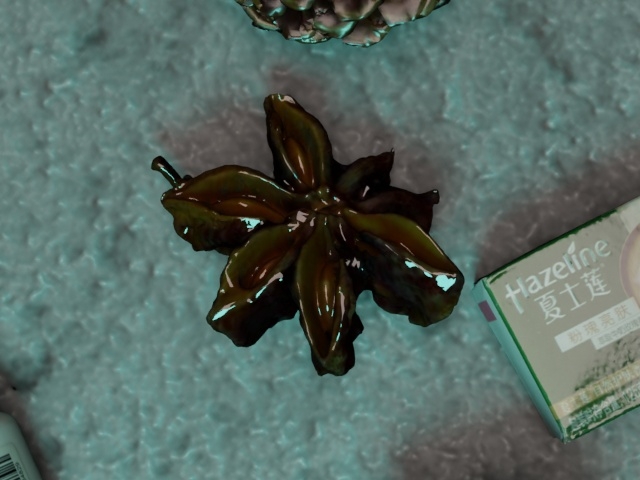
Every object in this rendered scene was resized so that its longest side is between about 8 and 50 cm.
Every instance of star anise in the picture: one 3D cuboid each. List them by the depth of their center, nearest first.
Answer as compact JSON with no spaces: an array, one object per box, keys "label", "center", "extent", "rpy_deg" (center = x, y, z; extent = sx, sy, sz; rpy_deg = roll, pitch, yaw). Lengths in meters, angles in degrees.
[{"label":"star anise","center":[0.000,0.000,0.968],"extent":[0.190,0.126,0.220],"rpy_deg":[-23,58,-1]}]

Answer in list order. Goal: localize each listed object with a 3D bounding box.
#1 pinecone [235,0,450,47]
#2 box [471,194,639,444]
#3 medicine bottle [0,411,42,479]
[{"label":"pinecone","center":[0.012,-0.237,0.939],"extent":[0.221,0.221,0.221],"rpy_deg":[0,86,1]},{"label":"box","center":[0.229,0.044,0.978],"extent":[0.199,0.081,0.135],"rpy_deg":[-28,86,-3]},{"label":"medicine bottle","center":[-0.250,0.189,0.962],"extent":[0.103,0.103,0.187],"rpy_deg":[-25,87,-1]}]
